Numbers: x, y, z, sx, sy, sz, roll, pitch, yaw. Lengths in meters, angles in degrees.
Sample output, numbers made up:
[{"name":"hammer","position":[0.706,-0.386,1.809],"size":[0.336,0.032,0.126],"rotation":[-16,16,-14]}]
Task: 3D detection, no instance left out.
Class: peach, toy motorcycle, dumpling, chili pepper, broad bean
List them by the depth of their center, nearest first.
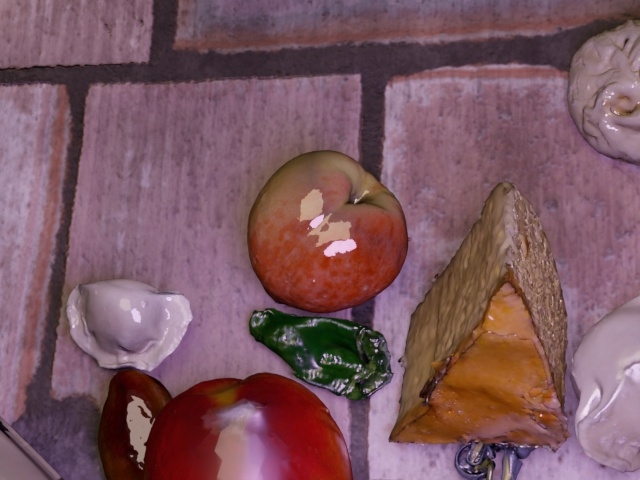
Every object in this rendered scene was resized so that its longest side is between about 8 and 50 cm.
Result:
[{"name":"peach","position":[-0.079,0.337,1.785],"size":[0.281,0.281,0.338],"rotation":[-16,92,2]},{"name":"dumpling","position":[0.407,0.180,1.795],"size":[0.147,0.193,0.258],"rotation":[3,47,51]},{"name":"toy motorcycle","position":[0.251,0.232,1.843],"size":[0.124,0.061,0.193],"rotation":[10,60,21]},{"name":"broad bean","position":[-0.246,0.256,1.904],"size":[0.114,0.084,0.165],"rotation":[-6,70,38]},{"name":"chili pepper","position":[-0.001,0.137,1.921],"size":[0.216,0.062,0.108],"rotation":[20,110,21]},{"name":"peach","position":[0.000,0.000,1.933],"size":[0.232,0.232,0.232],"rotation":[-4,65,8]},{"name":"dumpling","position":[-0.265,0.116,1.963],"size":[0.188,0.108,0.127],"rotation":[9,91,14]}]

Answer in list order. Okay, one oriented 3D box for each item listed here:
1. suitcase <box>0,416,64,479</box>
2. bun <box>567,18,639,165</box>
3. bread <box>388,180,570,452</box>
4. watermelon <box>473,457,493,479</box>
[{"name":"suitcase","position":[-0.514,0.374,1.832],"size":[0.339,0.194,0.351],"rotation":[40,77,25]},{"name":"bun","position":[0.450,-0.213,1.975],"size":[0.231,0.133,0.231],"rotation":[-3,68,8]},{"name":"bread","position":[0.168,0.101,1.750],"size":[0.279,0.315,0.248],"rotation":[-10,44,27]},{"name":"watermelon","position":[0.185,0.359,1.752],"size":[0.140,0.141,0.187],"rotation":[20,68,17]}]
